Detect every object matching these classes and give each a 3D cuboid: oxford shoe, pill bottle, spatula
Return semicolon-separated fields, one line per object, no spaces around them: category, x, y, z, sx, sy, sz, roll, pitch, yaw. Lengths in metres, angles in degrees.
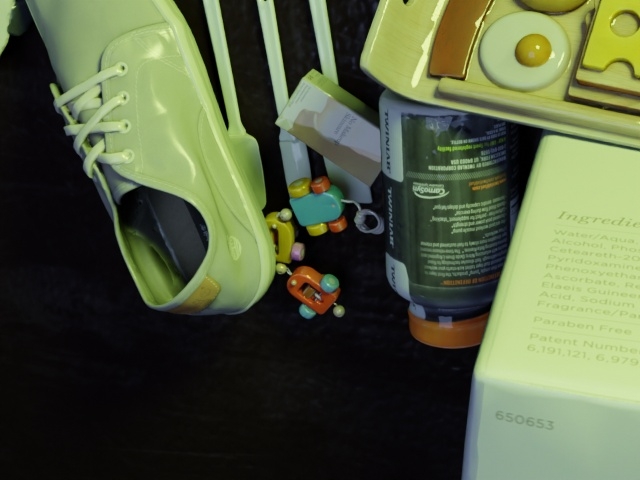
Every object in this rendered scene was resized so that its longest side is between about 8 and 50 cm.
oxford shoe;-0.193;-0.122;1.390;0.169;0.130;0.449;-29;86;41
pill bottle;0.123;-0.024;1.304;0.130;0.130;0.246;7;114;24
spatula;-0.044;-0.147;1.400;0.168;0.019;0.242;-1;111;27

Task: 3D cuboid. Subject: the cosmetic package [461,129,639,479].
cosmetic package;0.297;0.144;1.081;0.327;0.394;0.329;8;123;13

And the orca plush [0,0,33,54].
orca plush;-0.390;-0.298;1.458;0.102;0.151;0.287;31;131;49

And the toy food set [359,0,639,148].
toy food set;0.208;-0.207;1.136;0.306;0.092;0.220;14;78;21

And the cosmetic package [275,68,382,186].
cosmetic package;0.020;-0.111;1.358;0.115;0.041;0.060;33;115;1

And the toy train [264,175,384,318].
toy train;0.000;0.000;1.421;0.125;0.046;0.166;32;129;-2
